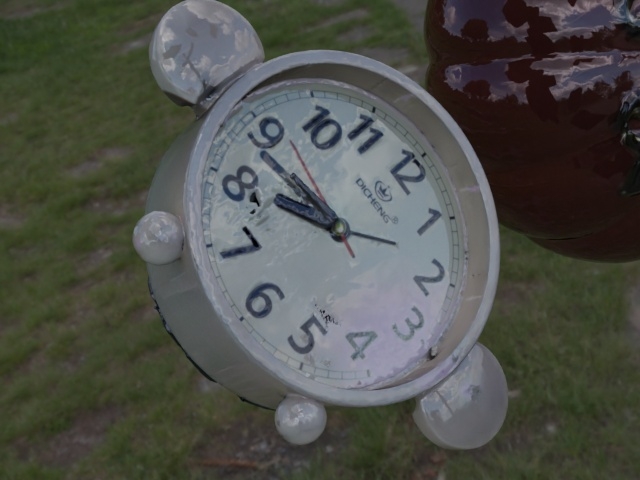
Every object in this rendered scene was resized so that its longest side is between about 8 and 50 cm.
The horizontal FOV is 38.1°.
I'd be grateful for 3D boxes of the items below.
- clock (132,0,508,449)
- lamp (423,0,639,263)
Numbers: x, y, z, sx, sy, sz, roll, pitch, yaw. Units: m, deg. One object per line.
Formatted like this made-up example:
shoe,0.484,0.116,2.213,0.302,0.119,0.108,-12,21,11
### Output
clock,0.000,0.000,0.406,0.155,0.229,0.063,-43,9,-29
lamp,0.218,-0.134,0.673,0.303,0.303,0.257,-27,19,-16
